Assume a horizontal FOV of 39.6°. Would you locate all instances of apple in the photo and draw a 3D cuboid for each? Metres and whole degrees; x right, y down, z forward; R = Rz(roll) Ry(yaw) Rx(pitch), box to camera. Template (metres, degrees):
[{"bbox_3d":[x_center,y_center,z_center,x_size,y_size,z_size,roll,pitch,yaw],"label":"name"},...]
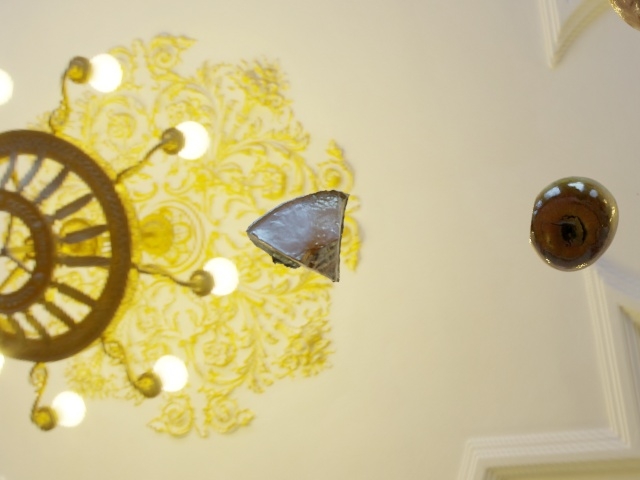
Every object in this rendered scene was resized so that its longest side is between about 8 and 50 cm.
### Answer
[{"bbox_3d":[0.303,-0.020,1.059,0.099,0.102,0.114,5,-75,17],"label":"apple"}]

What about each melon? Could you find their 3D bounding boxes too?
[{"bbox_3d":[0.000,-0.005,1.198,0.093,0.202,0.139,38,-86,37],"label":"melon"}]

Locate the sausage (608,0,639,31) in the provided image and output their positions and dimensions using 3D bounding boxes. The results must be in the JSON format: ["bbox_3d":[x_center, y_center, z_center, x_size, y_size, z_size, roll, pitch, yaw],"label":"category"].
[{"bbox_3d":[0.326,-0.293,0.825,0.120,0.241,0.136,20,-109,21],"label":"sausage"}]
